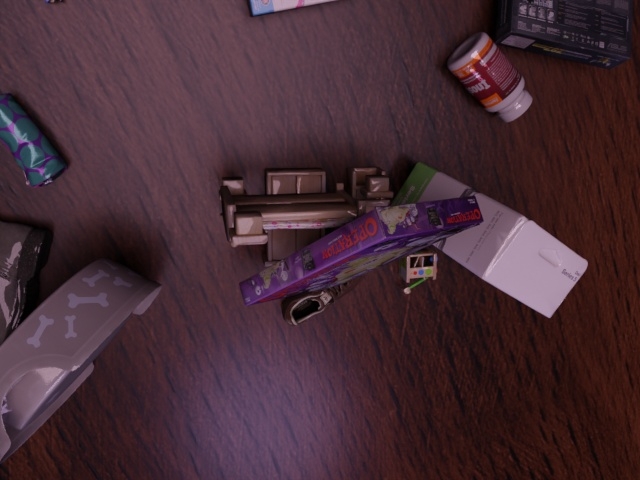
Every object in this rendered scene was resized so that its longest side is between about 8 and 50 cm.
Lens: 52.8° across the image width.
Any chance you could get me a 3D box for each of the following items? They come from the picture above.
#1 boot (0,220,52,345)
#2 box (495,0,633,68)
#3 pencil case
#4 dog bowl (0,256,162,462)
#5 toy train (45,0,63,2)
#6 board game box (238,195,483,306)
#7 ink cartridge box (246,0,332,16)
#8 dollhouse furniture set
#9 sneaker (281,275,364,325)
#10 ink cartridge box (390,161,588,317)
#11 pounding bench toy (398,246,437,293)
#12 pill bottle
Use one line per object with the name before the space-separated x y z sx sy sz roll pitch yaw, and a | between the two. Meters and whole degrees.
boot | -0.561 0.069 1.078 0.161 0.083 0.246 17 96 -8
box | 0.419 -0.408 1.103 0.233 0.059 0.183 7 83 -14
pencil case | -0.476 -0.156 1.027 0.070 0.064 0.151 -39 109 -16
dog bowl | -0.402 0.171 1.001 0.102 0.349 0.348 41 95 -4
toy train | -0.458 -0.420 0.975 0.036 0.027 0.158 -42 108 6
board game box | 0.050 0.021 0.979 0.208 0.347 0.056 -4 74 -38
ink cartridge box | -0.034 -0.430 1.037 0.181 0.061 0.104 -13 108 -7
dollhouse furniture set | 0.000 0.000 1.013 0.304 0.355 0.173 -3 107 -11
sneaker | 0.014 0.099 1.193 0.188 0.071 0.066 -36 109 1
ink cartridge box | 0.274 -0.007 1.084 0.198 0.273 0.114 27 99 -35
pounding bench toy | 0.187 0.059 1.225 0.065 0.052 0.083 -4 107 -10
pill bottle | 0.300 -0.283 1.132 0.152 0.086 0.086 42 94 -18
